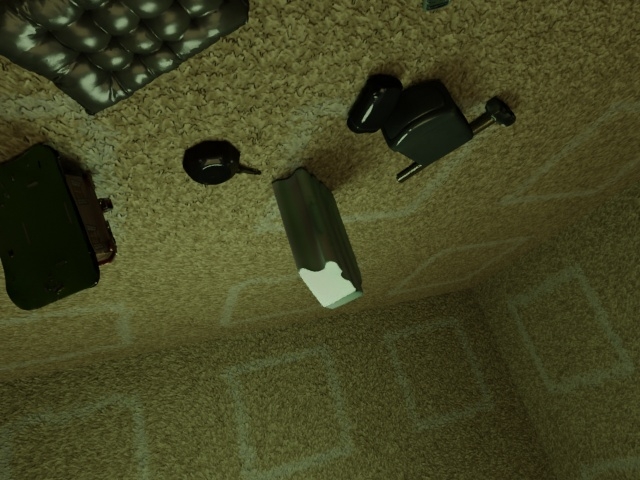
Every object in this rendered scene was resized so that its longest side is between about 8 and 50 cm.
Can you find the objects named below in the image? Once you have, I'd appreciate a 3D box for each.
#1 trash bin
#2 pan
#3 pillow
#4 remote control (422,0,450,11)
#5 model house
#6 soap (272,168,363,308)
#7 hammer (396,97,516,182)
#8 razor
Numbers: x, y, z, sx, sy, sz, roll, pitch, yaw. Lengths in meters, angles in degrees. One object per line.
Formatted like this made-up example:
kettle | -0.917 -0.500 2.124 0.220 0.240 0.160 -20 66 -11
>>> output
trash bin | 0.259 -0.278 1.096 0.176 0.101 0.236 -32 155 28
pan | -0.215 -0.173 1.054 0.201 0.048 0.128 -6 154 -27
pillow | -0.285 -0.319 0.620 0.326 0.101 0.228 -22 160 14
remote control | 0.204 -0.450 0.765 0.053 0.018 0.124 -16 157 -1
model house | -0.536 -0.023 0.928 0.206 0.294 0.154 -22 177 12
soap | 0.000 0.000 1.216 0.114 0.347 0.208 -27 156 18
hammer | 0.367 -0.268 1.277 0.365 0.044 0.111 -32 154 36
razor | 0.123 -0.299 1.002 0.089 0.054 0.148 -10 157 -26
